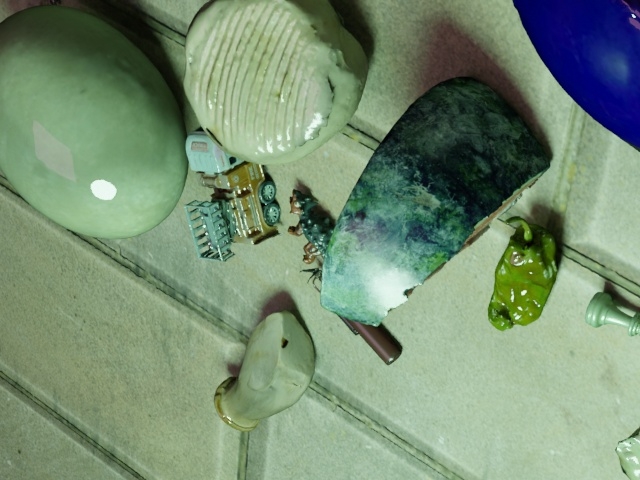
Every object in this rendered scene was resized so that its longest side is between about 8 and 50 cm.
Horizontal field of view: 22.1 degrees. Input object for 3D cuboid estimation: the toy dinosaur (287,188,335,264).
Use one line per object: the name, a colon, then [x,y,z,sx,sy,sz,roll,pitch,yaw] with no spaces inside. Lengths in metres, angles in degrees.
toy dinosaur: [0.000,0.000,2.168,0.055,0.049,0.154,-39,80,47]

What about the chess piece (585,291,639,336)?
chess piece: [0.353,0.093,1.874,0.093,0.042,0.042,22,129,27]

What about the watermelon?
watermelon: [0.139,-0.024,1.878,0.148,0.318,0.226,31,175,22]

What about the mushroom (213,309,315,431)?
mushroom: [-0.075,0.198,2.341,0.108,0.096,0.247,28,142,-5]

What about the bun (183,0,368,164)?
bun: [-0.056,-0.211,2.008,0.239,0.141,0.239,4,99,29]

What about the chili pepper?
chili pepper: [0.244,0.029,1.919,0.072,0.073,0.204,23,144,12]

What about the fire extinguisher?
fire extinguisher: [0.042,0.099,2.207,0.173,0.035,0.049,48,178,11]

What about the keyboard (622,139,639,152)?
keyboard: [0.379,-0.097,1.740,0.204,0.013,0.061,39,137,22]

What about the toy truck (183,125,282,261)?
toy truck: [-0.129,-0.074,2.200,0.080,0.115,0.178,6,117,44]

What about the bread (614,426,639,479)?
bread: [0.514,0.162,1.596,0.395,0.264,0.239,-17,114,50]

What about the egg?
egg: [-0.327,-0.160,2.238,0.352,0.258,0.258,55,141,2]

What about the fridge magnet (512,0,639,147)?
fridge magnet: [0.294,-0.200,1.636,0.265,0.112,0.265,47,167,14]

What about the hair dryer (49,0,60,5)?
hair dryer: [-0.398,-0.419,2.311,0.100,0.057,0.198,15,133,40]
